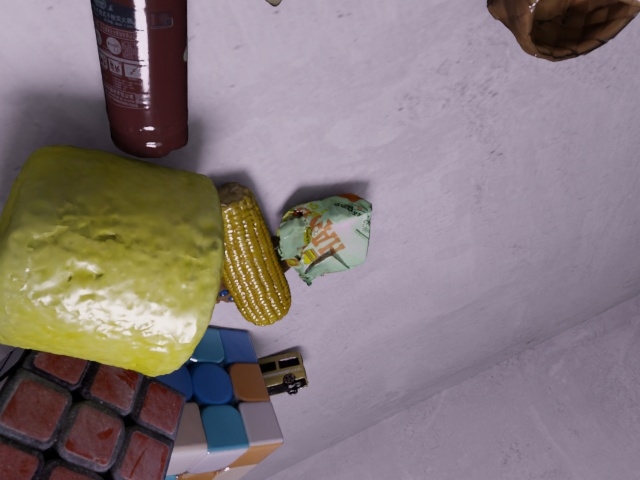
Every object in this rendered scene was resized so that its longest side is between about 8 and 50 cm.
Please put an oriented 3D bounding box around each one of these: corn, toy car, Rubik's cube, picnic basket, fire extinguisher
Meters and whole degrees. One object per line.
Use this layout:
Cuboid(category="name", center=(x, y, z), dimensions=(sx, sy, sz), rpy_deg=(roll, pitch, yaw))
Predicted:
Cuboid(category="corn", center=(-0.152, 0.036, 0.964), dimensions=(0.131, 0.131, 0.344), rpy_deg=(-20, 127, -9))
Cuboid(category="toy car", center=(-0.172, 0.440, 1.474), dimensions=(0.257, 0.124, 0.101), rpy_deg=(-12, 141, -4))
Cuboid(category="Rubik's cube", center=(-0.458, 0.377, 0.770), dimensions=(0.301, 0.303, 0.305), rpy_deg=(-36, 118, 24))
Cuboid(category="picnic basket", center=(0.455, -0.405, 0.674), dimensions=(0.293, 0.337, 0.337), rpy_deg=(-11, 140, -20))
Cuboid(category="fire extinguisher", center=(-0.221, -0.267, 0.589), dimensions=(0.114, 0.136, 0.337), rpy_deg=(-44, 158, -41))
Cuboid(category="Rubik's cube", center=(-0.362, 0.451, 1.186), dimensions=(0.345, 0.346, 0.347), rpy_deg=(18, 125, -44))

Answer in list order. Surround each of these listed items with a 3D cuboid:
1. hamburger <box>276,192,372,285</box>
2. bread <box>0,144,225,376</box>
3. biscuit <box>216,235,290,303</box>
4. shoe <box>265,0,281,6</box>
Cuboid(category="hamburger", center=(0.000, 0.003, 1.037), dimensions=(0.214, 0.125, 0.235), rpy_deg=(-14, 142, -23))
Cuboid(category="bread", center=(-0.333, 0.025, 0.720), dimensions=(0.308, 0.348, 0.348), rpy_deg=(17, 126, -30))
Cuboid(category="biscuit", center=(-0.204, 0.095, 1.106), dimensions=(0.320, 0.047, 0.183), rpy_deg=(-18, 140, -9))
Cuboid(category="shoe", center=(-0.041, -0.425, 0.537), dimensions=(0.099, 0.103, 0.274), rpy_deg=(14, 127, -24))
